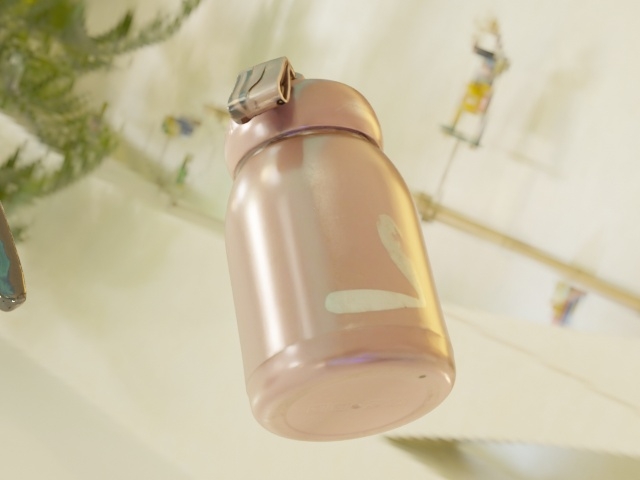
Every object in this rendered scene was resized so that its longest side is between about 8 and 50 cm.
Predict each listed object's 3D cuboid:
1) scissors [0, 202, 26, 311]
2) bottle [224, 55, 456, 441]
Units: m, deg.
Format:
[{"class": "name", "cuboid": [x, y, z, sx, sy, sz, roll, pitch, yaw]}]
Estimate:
[{"class": "scissors", "cuboid": [-0.190, -0.056, 0.766, 0.088, 0.017, 0.220, -19, -117, -16]}, {"class": "bottle", "cuboid": [0.000, 0.000, 1.280, 0.173, 0.296, 0.206, -19, 151, 16]}]
